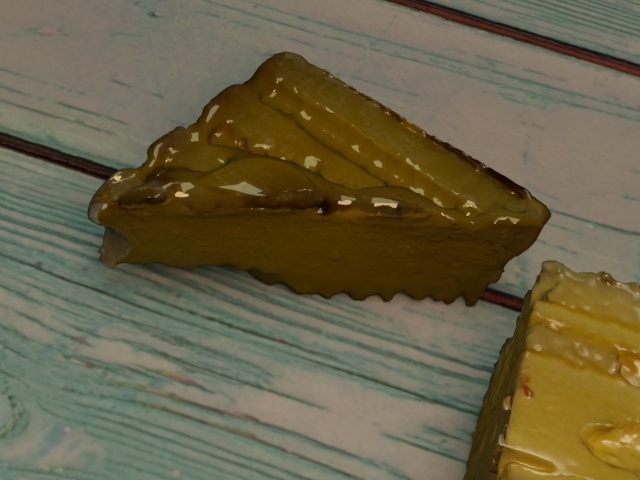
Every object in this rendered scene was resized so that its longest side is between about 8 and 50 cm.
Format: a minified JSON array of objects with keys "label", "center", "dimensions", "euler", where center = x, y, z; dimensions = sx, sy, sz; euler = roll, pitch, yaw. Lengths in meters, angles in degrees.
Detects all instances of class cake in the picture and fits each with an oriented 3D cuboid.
[{"label":"cake","center":[0.235,0.207,1.273],"dimensions":[0.222,0.227,0.286],"euler":[17,50,5]}]

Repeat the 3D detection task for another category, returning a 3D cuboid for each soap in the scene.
[{"label":"soap","center":[0.000,0.000,1.453],"dimensions":[0.339,0.169,0.304],"euler":[33,53,20]}]
